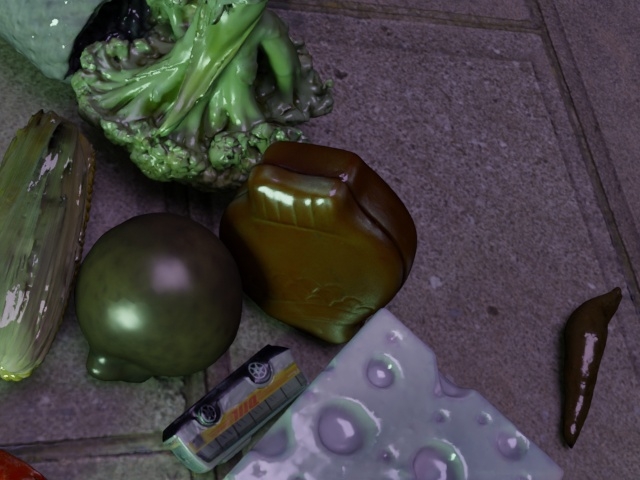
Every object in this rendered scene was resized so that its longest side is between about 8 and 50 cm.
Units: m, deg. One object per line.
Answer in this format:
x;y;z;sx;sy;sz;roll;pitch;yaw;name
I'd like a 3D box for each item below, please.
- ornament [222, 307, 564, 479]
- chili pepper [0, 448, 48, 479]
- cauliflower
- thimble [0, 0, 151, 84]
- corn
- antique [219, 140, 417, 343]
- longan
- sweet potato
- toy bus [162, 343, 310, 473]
0.042;0.263;0.867;0.239;0.240;0.240;42;56;7;ornament
-0.326;0.240;0.844;0.123;0.073;0.070;24;98;-4;chili pepper
-0.128;-0.208;1.057;0.327;0.281;0.260;-4;35;-32;cauliflower
-0.300;-0.319;1.090;0.157;0.217;0.245;42;40;1;thimble
-0.321;0.002;0.947;0.122;0.123;0.305;11;58;-12;corn
0.000;0.000;0.988;0.223;0.278;0.129;10;51;21;antique
-0.180;0.071;0.947;0.185;0.159;0.204;39;92;-9;longan
0.348;0.152;1.154;0.069;0.059;0.249;51;49;-34;sweet potato
-0.091;0.187;0.970;0.172;0.057;0.072;-37;88;-33;toy bus
